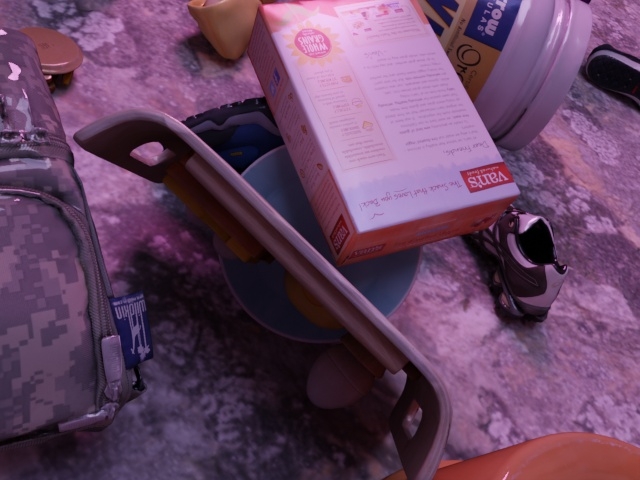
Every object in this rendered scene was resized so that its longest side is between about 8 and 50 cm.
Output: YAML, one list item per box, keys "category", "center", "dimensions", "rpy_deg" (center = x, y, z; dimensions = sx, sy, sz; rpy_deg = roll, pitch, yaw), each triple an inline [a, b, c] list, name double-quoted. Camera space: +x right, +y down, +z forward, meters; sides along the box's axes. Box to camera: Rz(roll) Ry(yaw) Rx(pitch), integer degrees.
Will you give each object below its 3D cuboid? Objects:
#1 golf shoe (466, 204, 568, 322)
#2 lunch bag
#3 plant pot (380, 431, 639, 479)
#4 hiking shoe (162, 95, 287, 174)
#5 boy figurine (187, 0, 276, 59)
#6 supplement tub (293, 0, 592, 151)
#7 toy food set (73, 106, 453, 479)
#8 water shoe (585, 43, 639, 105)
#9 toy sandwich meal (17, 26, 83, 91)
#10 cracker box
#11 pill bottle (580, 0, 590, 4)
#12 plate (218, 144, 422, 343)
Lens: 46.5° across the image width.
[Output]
- category: "golf shoe"
  center: [0.212, -0.011, 0.808]
  dimensions: [0.077, 0.094, 0.198]
  rpy_deg: [0, 50, -25]
- category: "lunch bag"
  center: [-0.285, 0.029, 0.458]
  dimensions: [0.305, 0.212, 0.256]
  rpy_deg: [-12, 74, -33]
- category: "plant pot"
  center: [0.136, 0.254, 0.459]
  dimensions: [0.291, 0.203, 0.291]
  rpy_deg: [13, 48, -15]
- category: "hiking shoe"
  center: [-0.003, -0.075, 0.743]
  dimensions: [0.304, 0.113, 0.132]
  rpy_deg: [-4, 94, -8]
- category: "boy figurine"
  center: [-0.095, -0.348, 0.922]
  dimensions: [0.177, 0.092, 0.285]
  rpy_deg: [5, 62, 27]
- category: "supplement tub"
  center: [0.129, -0.254, 0.883]
  dimensions: [0.316, 0.228, 0.228]
  rpy_deg: [22, 45, -7]
- category: "toy food set"
  center: [-0.036, 0.038, 0.553]
  dimensions: [0.306, 0.220, 0.092]
  rpy_deg: [44, 89, 3]
- category: "water shoe"
  center: [0.524, -0.255, 1.191]
  dimensions: [0.203, 0.073, 0.080]
  rpy_deg: [31, 42, 1]
- category: "toy sandwich meal"
  center: [-0.284, -0.185, 0.761]
  dimensions: [0.085, 0.029, 0.085]
  rpy_deg: [14, 42, -13]
- category: "cracker box"
  center: [0.048, -0.106, 0.651]
  dimensions: [0.155, 0.067, 0.232]
  rpy_deg: [-13, 67, -22]
- category: "pill bottle"
  center: [0.360, -0.452, 1.104]
  dimensions: [0.181, 0.323, 0.181]
  rpy_deg: [14, 47, -15]
- category: "plate"
  center: [0.000, 0.000, 0.686]
  dimensions: [0.188, 0.024, 0.188]
  rpy_deg: [0, 83, -4]
